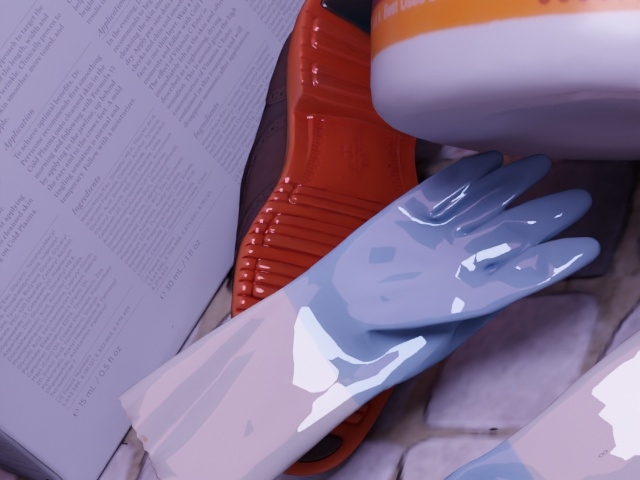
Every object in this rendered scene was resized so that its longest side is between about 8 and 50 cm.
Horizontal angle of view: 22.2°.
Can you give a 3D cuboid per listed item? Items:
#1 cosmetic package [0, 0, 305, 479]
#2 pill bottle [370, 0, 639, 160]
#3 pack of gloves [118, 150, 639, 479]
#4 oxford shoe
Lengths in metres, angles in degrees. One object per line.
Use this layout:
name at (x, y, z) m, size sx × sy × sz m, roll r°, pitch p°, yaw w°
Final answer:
cosmetic package at (-0.139, -0.100, 0.871) m, size 0.097 × 0.284 × 0.377 m, roll 9°, pitch 59°, yaw 45°
pill bottle at (0.137, -0.239, 0.688) m, size 0.224 × 0.224 × 0.392 m, roll -1°, pitch 85°, yaw 40°
pack of gloves at (0.053, 0.084, 0.709) m, size 0.232 × 0.046 × 0.195 m, roll -35°, pitch 64°, yaw 6°
oxford shoe at (0.000, 0.000, 0.837) m, size 0.098 × 0.097 × 0.271 m, roll 132°, pitch 154°, yaw -58°
